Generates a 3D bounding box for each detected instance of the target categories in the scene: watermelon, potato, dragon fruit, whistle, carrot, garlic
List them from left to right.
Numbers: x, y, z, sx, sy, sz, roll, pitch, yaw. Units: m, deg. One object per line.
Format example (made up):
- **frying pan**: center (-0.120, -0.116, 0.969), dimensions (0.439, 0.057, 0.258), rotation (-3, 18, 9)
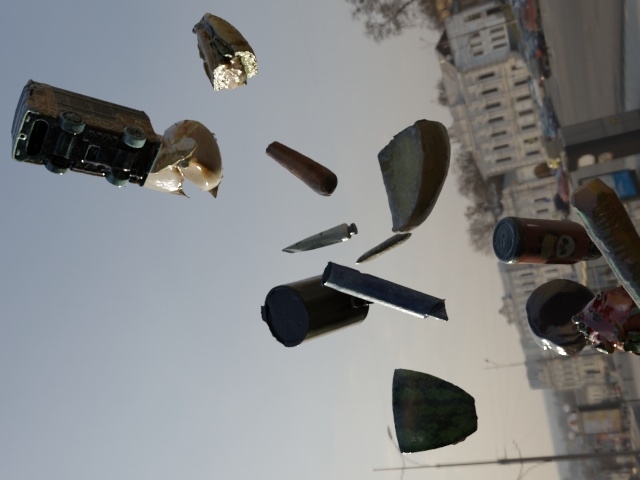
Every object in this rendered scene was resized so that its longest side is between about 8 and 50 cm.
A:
- **garlic**: center (-0.445, -0.247, 1.799), dimensions (0.249, 0.286, 0.313), rotation (43, 180, 9)
- **carrot**: center (-0.036, -0.148, 1.165), dimensions (0.161, 0.055, 0.055), rotation (36, -161, 7)
- **whistle**: center (0.151, 0.121, 1.303), dimensions (0.062, 0.304, 0.062), rotation (-161, 90, -77)
- **potato**: center (0.293, -0.167, 1.538), dimensions (0.211, 0.189, 0.264), rotation (-2, -101, -37)
- **watermelon**: center (0.382, 0.566, 1.978), dimensions (0.292, 0.283, 0.250), rotation (0, -91, -88)
- **carrot**: center (0.479, 0.024, 0.889), dimensions (0.260, 0.070, 0.070), rotation (59, -162, 5)
- **dragon fruit**: center (0.805, 0.231, 1.488), dimensions (0.198, 0.200, 0.269), rotation (50, -175, -34)

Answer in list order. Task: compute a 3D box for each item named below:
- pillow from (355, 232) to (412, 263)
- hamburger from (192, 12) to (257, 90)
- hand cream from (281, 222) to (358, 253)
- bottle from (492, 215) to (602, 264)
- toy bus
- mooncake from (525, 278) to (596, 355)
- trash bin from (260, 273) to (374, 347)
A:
- **pillow**: center (0.214, 0.025, 1.946), dimensions (0.038, 0.203, 0.113), rotation (62, -164, 7)
- **hamburger**: center (-0.252, -0.520, 1.507), dimensions (0.155, 0.135, 0.208), rotation (113, 137, -63)
- **hand cream**: center (0.000, 0.000, 1.692), dimensions (0.080, 0.234, 0.050), rotation (19, -124, -61)
- **bottle**: center (0.706, 0.001, 1.747), dimensions (0.144, 0.336, 0.144), rotation (-179, 90, -76)
- **toy bus**: center (-0.505, -0.228, 1.232), dimensions (0.275, 0.138, 0.167), rotation (9, -144, -38)
- **mooncake**: center (0.800, 0.253, 1.887), dimensions (0.133, 0.245, 0.245), rotation (52, -148, -40)
- **trash bin**: center (-0.007, 0.213, 1.862), dimensions (0.301, 0.252, 0.203), rotation (-10, -87, -45)
